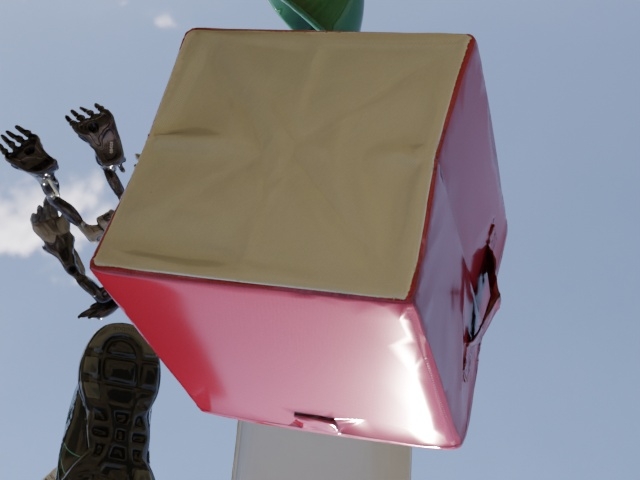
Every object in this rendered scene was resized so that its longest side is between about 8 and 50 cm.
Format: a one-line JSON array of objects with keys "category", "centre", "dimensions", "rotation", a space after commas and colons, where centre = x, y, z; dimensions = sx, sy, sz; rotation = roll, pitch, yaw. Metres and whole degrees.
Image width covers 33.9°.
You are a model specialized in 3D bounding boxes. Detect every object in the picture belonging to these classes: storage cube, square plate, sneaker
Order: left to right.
[{"category": "sneaker", "centre": [-0.206, 0.218, 1.020], "dimensions": [0.101, 0.106, 0.267], "rotation": [14, -115, -13]}, {"category": "storage cube", "centre": [0.000, 0.000, 0.654], "dimensions": [0.215, 0.193, 0.183], "rotation": [6, -121, 19]}, {"category": "square plate", "centre": [0.003, 0.254, 1.502], "dimensions": [0.347, 0.344, 0.049], "rotation": [16, 161, -41]}]

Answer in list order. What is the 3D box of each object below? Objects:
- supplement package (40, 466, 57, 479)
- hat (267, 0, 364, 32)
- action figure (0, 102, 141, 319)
[{"category": "supplement package", "centre": [-0.367, 0.523, 1.778], "dimensions": [0.145, 0.262, 0.204], "rotation": [-41, -155, -18]}, {"category": "hat", "centre": [0.040, -0.341, 1.362], "dimensions": [0.173, 0.208, 0.183], "rotation": [41, -90, 18]}, {"category": "action figure", "centre": [-0.225, -0.025, 1.122], "dimensions": [0.164, 0.275, 0.141], "rotation": [-27, -132, -9]}]
